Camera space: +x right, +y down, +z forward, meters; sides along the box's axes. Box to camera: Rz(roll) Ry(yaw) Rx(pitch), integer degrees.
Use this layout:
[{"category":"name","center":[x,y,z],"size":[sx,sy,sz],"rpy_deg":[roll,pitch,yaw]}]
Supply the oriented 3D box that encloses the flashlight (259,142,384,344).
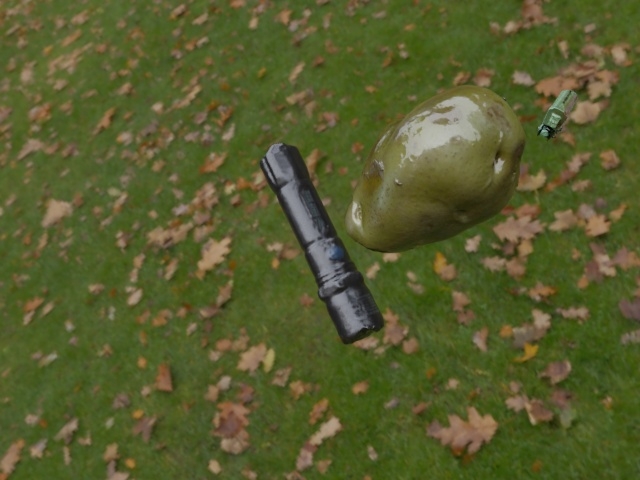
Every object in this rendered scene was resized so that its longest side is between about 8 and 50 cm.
[{"category":"flashlight","center":[0.000,0.000,1.678],"size":[0.103,0.424,0.103],"rpy_deg":[-24,-10,-5]}]

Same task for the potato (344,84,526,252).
[{"category":"potato","center":[0.161,-0.089,1.282],"size":[0.351,0.202,0.218],"rpy_deg":[-39,12,39]}]

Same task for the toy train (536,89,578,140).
[{"category":"toy train","center":[0.438,-0.230,1.562],"size":[0.038,0.071,0.148],"rpy_deg":[31,33,10]}]
